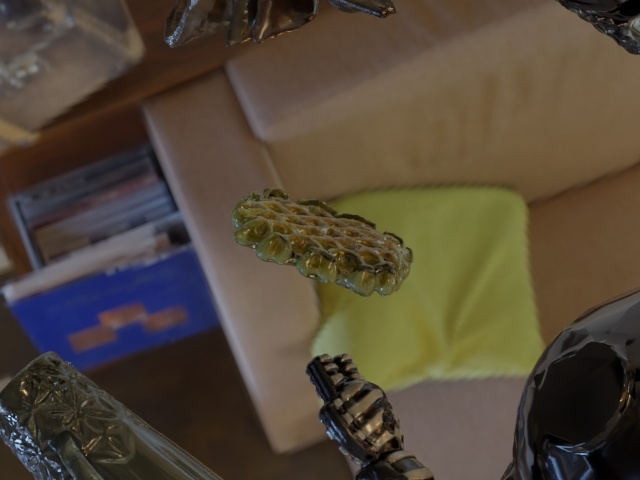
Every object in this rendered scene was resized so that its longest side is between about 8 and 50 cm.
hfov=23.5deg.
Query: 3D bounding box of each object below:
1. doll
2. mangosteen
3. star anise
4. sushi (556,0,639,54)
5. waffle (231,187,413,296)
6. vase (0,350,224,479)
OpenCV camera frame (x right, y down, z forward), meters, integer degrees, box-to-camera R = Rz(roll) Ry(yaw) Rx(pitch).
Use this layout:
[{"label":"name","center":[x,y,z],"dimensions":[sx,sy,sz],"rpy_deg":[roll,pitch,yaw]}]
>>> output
[{"label":"doll","center":[0.054,0.193,1.318],"dimensions":[0.067,0.219,0.091],"rpy_deg":[-43,154,24]},{"label":"mangosteen","center":[0.342,0.229,1.481],"dimensions":[0.421,0.381,0.381],"rpy_deg":[-32,157,24]},{"label":"star anise","center":[0.001,-0.263,1.296],"dimensions":[0.349,0.292,0.109],"rpy_deg":[-30,145,30]},{"label":"sushi","center":[0.254,-0.199,1.029],"dimensions":[0.215,0.212,0.227],"rpy_deg":[-49,173,-5]},{"label":"waffle","center":[0.000,0.000,1.372],"dimensions":[0.183,0.169,0.036],"rpy_deg":[-54,165,-75]},{"label":"vase","center":[-0.205,0.248,1.574],"dimensions":[0.156,0.301,0.251],"rpy_deg":[-47,172,-3]}]
